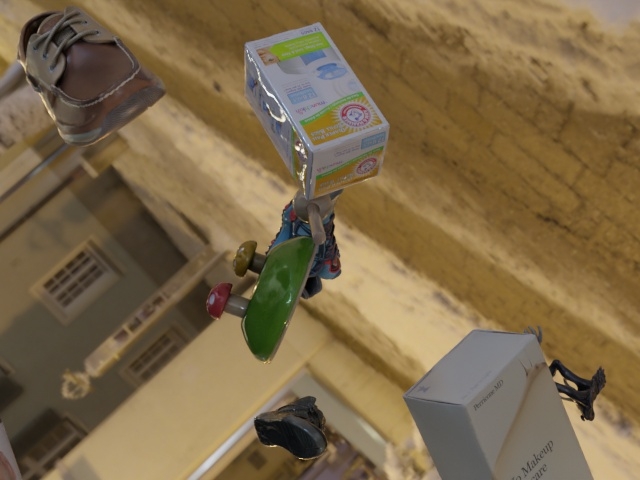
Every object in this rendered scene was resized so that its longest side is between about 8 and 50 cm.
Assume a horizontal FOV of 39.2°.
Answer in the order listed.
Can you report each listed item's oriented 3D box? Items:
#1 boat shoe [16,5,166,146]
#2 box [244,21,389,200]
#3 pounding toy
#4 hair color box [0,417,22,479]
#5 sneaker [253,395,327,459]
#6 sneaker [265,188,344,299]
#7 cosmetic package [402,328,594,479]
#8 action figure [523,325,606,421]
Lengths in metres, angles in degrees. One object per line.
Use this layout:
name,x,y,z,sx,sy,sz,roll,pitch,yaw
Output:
boat shoe,-0.271,-0.190,0.988,0.324,0.123,0.116,27,153,56
box,-0.009,-0.170,1.176,0.203,0.114,0.103,61,160,29
pounding toy,-0.076,0.040,1.197,0.110,0.236,0.183,21,-157,-4
hair color box,-0.443,0.230,0.988,0.174,0.105,0.347,4,-121,-63
sneaker,-0.028,0.355,1.739,0.227,0.130,0.087,-10,101,62
sneaker,0.000,0.000,1.470,0.125,0.104,0.262,45,141,15
cosmetic package,0.247,0.288,1.170,0.113,0.160,0.309,0,121,52
action figure,0.342,0.218,1.545,0.276,0.140,0.164,9,-165,27
